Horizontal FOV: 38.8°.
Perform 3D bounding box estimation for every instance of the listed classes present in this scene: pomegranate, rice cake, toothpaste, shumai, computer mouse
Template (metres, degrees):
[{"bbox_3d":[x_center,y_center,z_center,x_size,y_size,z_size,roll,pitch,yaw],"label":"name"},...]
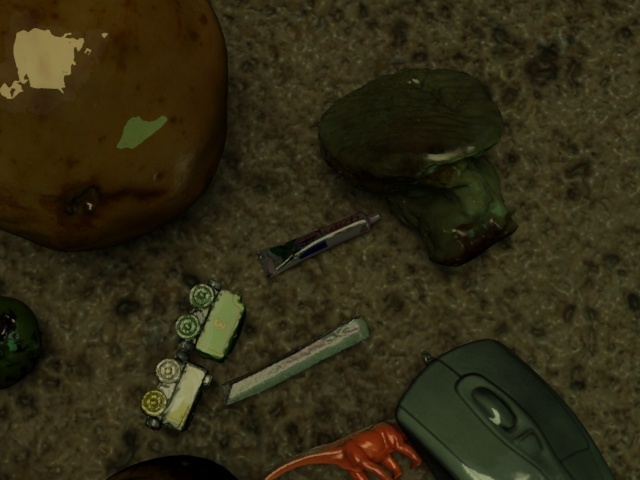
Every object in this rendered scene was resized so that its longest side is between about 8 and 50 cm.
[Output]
[{"bbox_3d":[-0.299,-0.195,1.099,0.410,0.410,0.410,0,75,1],"label":"pomegranate"},{"bbox_3d":[-0.033,0.154,1.159,0.207,0.033,0.033,-26,85,-5],"label":"rice cake"},{"bbox_3d":[0.000,0.000,1.204,0.169,0.028,0.045,-23,64,-2],"label":"toothpaste"},{"bbox_3d":[0.127,-0.092,1.189,0.222,0.204,0.272,-25,41,-8],"label":"shumai"},{"bbox_3d":[0.240,0.271,1.062,0.188,0.122,0.371,-31,76,-25],"label":"computer mouse"},{"bbox_3d":[-0.420,0.120,1.145,0.122,0.122,0.161,-46,41,-11],"label":"pomegranate"}]

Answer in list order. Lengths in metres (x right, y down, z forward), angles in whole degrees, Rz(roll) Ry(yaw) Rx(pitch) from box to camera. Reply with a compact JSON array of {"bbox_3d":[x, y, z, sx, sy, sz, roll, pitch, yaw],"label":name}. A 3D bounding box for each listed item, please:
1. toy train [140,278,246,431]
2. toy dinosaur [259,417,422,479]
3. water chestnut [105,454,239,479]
[{"bbox_3d":[-0.158,0.149,1.149,0.081,0.060,0.202,23,78,1],"label":"toy train"},{"bbox_3d":[0.048,0.270,1.106,0.279,0.055,0.101,-27,68,-22],"label":"toy dinosaur"},{"bbox_3d":[-0.148,0.391,0.998,0.300,0.300,0.300,0,75,1],"label":"water chestnut"}]
